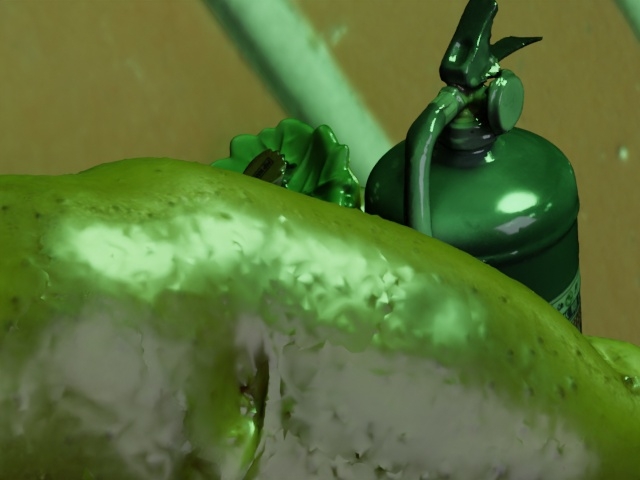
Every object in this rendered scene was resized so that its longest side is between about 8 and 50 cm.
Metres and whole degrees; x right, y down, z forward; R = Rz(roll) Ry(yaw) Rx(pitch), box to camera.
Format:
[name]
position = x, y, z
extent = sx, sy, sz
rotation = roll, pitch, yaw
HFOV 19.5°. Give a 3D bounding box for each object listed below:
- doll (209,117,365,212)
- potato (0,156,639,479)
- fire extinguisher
[doll]
position = -0.011, 0.000, 0.816
extent = 0.113, 0.077, 0.078
rotation = 60, 27, -62
[potato]
position = -0.036, 0.079, 0.668
extent = 0.369, 0.176, 0.195
rotation = 8, 74, -17
[fire extinguisher]
position = 0.068, 0.031, 0.789
extent = 0.118, 0.093, 0.294
rotation = -44, 137, -44
